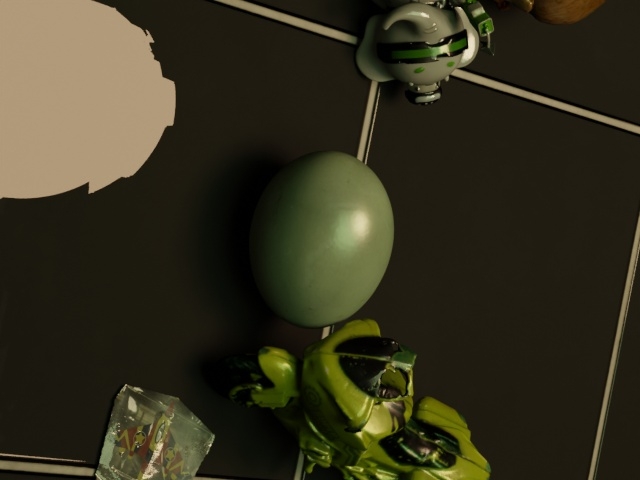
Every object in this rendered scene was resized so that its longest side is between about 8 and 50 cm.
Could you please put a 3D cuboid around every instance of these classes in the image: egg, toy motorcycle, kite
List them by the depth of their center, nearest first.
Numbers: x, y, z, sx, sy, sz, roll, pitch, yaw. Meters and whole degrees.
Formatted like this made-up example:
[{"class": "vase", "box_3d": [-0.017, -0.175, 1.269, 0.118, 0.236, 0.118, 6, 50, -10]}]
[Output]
[{"class": "kite", "box_3d": [-0.197, 0.271, 1.753, 0.141, 0.015, 0.245, 34, 74, -36]}, {"class": "egg", "box_3d": [0.000, 0.000, 1.788, 0.149, 0.149, 0.192, -6, 120, -39]}, {"class": "toy motorcycle", "box_3d": [0.054, 0.190, 1.840, 0.342, 0.206, 0.142, 39, 55, -38]}]

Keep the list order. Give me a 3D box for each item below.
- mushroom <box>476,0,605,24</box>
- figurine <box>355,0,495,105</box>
[{"class": "mushroom", "box_3d": [0.260, -0.373, 1.924, 0.283, 0.195, 0.263, -53, 141, -20]}, {"class": "figurine", "box_3d": [0.107, -0.239, 1.871, 0.147, 0.126, 0.192, -10, 114, -3]}]
